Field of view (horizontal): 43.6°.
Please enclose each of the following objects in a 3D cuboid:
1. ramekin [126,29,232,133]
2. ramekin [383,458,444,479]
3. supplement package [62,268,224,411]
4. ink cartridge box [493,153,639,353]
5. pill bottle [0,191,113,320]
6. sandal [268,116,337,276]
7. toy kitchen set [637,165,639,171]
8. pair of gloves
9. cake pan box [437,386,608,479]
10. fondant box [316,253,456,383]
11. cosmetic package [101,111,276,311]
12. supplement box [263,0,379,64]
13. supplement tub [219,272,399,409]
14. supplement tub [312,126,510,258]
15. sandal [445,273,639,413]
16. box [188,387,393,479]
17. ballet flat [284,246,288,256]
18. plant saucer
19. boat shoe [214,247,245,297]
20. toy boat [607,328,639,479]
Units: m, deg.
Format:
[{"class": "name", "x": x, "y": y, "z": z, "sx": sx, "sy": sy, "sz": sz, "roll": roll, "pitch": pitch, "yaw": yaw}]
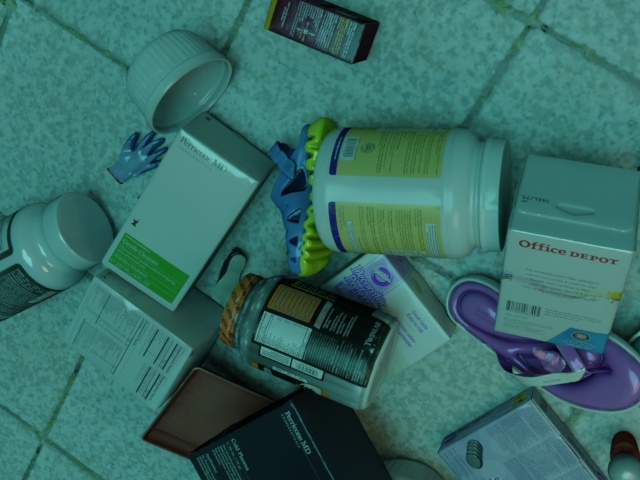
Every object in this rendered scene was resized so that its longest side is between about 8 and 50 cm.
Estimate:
[{"class": "ramekin", "x": -0.289, "y": -0.323, "z": 1.596, "sx": 0.109, "sy": 0.207, "sz": 0.207, "roll": 48, "pitch": 115, "yaw": 10}, {"class": "ramekin", "x": 0.178, "y": 0.605, "z": 1.746, "sx": 0.273, "sy": 0.127, "sz": 0.273, "roll": 6, "pitch": 108, "yaw": 18}, {"class": "supplement package", "x": -0.383, "y": 0.194, "z": 1.779, "sx": 0.263, "sy": 0.199, "sz": 0.198, "roll": 35, "pitch": 115, "yaw": 6}, {"class": "ink cartridge box", "x": 0.426, "y": 0.024, "z": 1.391, "sx": 0.198, "sy": 0.197, "sz": 0.270, "roll": 12, "pitch": 139, "yaw": 15}, {"class": "pill bottle", "x": -0.665, "y": 0.039, "z": 1.827, "sx": 0.363, "sy": 0.210, "sz": 0.210, "roll": -23, "pitch": 97, "yaw": 24}, {"class": "sandal", "x": -0.038, "y": -0.084, "z": 1.603, "sx": 0.138, "sy": 0.126, "sz": 0.317, "roll": 0, "pitch": 82, "yaw": 27}, {"class": "toy kitchen set", "x": 0.598, "y": -0.014, "z": 1.416, "sx": 0.207, "sy": 0.122, "sz": 0.166, "roll": 48, "pitch": 115, "yaw": 1}, {"class": "pair of gloves", "x": -0.373, "y": -0.139, "z": 1.774, "sx": 0.159, "sy": 0.023, "sz": 0.198, "roll": -36, "pitch": 96, "yaw": 23}, {"class": "cake pan box", "x": 0.421, "y": 0.471, "z": 1.654, "sx": 0.246, "sy": 0.070, "sz": 0.267, "roll": -40, "pitch": 90, "yaw": 27}, {"class": "fondant box", "x": 0.080, "y": 0.181, "z": 1.672, "sx": 0.330, "sy": 0.096, "sz": 0.238, "roll": -38, "pitch": 91, "yaw": 24}, {"class": "cosmetic package", "x": -0.277, "y": -0.060, "z": 1.683, "sx": 0.197, "sy": 0.155, "sz": 0.365, "roll": 34, "pitch": 115, "yaw": -2}, {"class": "supplement box", "x": 0.003, "y": -0.408, "z": 1.517, "sx": 0.188, "sy": 0.104, "sz": 0.081, "roll": 25, "pitch": 113, "yaw": 11}, {"class": "supplement tub", "x": -0.023, "y": 0.186, "z": 1.552, "sx": 0.316, "sy": 0.193, "sz": 0.193, "roll": 21, "pitch": 111, "yaw": 15}, {"class": "supplement tub", "x": 0.173, "y": -0.089, "z": 1.479, "sx": 0.331, "sy": 0.241, "sz": 0.241, "roll": 4, "pitch": 107, "yaw": 18}, {"class": "sandal", "x": 0.405, "y": 0.208, "z": 1.508, "sx": 0.416, "sy": 0.102, "sz": 0.169, "roll": 27, "pitch": 115, "yaw": 30}, {"class": "box", "x": -0.043, "y": 0.503, "z": 1.645, "sx": 0.312, "sy": 0.179, "sz": 0.343, "roll": -33, "pitch": 83, "yaw": 31}, {"class": "ballet flat", "x": 0.000, "y": 0.000, "z": 1.668, "sx": 0.168, "sy": 0.052, "sz": 0.057, "roll": -24, "pitch": 97, "yaw": 24}, {"class": "plant saucer", "x": -0.236, "y": 0.409, "z": 1.831, "sx": 0.259, "sy": 0.047, "sz": 0.258, "roll": 29, "pitch": 116, "yaw": -19}, {"class": "boat shoe", "x": -0.204, "y": 0.072, "z": 1.770, "sx": 0.046, "sy": 0.038, "sz": 0.125, "roll": 9, "pitch": 122, "yaw": -28}, {"class": "toy boat", "x": 0.645, "y": 0.322, "z": 1.486, "sx": 0.267, "sy": 0.148, "sz": 0.318, "roll": 32, "pitch": 113, "yaw": 8}]
